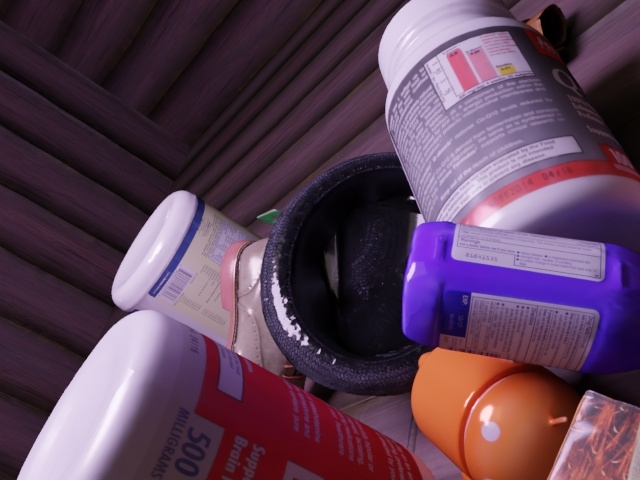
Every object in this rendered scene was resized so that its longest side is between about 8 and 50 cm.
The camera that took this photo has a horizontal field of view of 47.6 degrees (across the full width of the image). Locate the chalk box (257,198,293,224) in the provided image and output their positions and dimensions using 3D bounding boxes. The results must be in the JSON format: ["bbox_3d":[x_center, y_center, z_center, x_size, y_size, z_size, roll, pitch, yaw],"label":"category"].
[{"bbox_3d":[0.000,0.000,1.192,0.132,0.213,0.132,-16,44,59],"label":"chalk box"}]

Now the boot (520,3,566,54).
[{"bbox_3d":[0.271,-0.227,1.115,0.220,0.109,0.283,-27,28,46],"label":"boot"}]

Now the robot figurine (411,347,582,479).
[{"bbox_3d":[0.169,0.166,0.697,0.158,0.128,0.219,-52,21,-3],"label":"robot figurine"}]

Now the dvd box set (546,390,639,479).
[{"bbox_3d":[0.199,0.319,0.364,0.308,0.062,0.420,16,72,47],"label":"dvd box set"}]

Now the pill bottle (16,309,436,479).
[{"bbox_3d":[-0.040,0.250,0.642,0.229,0.408,0.229,-46,23,27],"label":"pill bottle"}]

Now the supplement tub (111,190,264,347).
[{"bbox_3d":[-0.177,0.086,1.300,0.235,0.325,0.235,-46,23,26],"label":"supplement tub"}]

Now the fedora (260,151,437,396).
[{"bbox_3d":[0.083,0.054,0.937,0.152,0.334,0.334,70,-141,-58],"label":"fedora"}]

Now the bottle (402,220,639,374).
[{"bbox_3d":[0.210,0.054,0.591,0.118,0.283,0.092,80,-159,-55],"label":"bottle"}]

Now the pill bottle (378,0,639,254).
[{"bbox_3d":[0.191,-0.110,0.798,0.210,0.210,0.363,-43,45,32],"label":"pill bottle"}]

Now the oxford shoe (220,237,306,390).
[{"bbox_3d":[-0.064,0.165,1.070,0.130,0.123,0.348,-11,88,40],"label":"oxford shoe"}]
